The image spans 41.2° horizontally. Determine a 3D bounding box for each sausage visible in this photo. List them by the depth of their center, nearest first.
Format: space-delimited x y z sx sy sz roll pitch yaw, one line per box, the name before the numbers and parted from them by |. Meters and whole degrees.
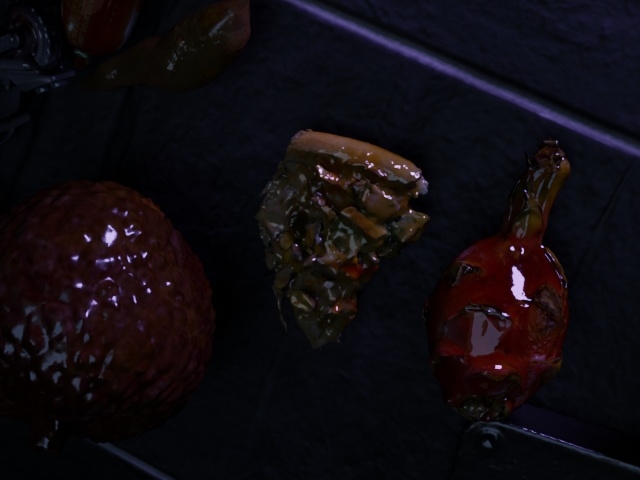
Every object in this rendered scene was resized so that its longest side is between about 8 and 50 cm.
sausage | -0.174 -0.266 0.750 0.083 0.083 0.264 31 118 6

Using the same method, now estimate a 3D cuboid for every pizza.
pizza | 0.000 0.000 0.796 0.147 0.069 0.226 35 118 2

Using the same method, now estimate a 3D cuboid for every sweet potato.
sweet potato | -0.136 -0.164 0.787 0.226 0.068 0.068 -16 104 34

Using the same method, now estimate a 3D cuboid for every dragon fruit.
dragon fruit | 0.162 0.032 0.725 0.125 0.125 0.246 9 101 -18

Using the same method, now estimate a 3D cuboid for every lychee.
lychee | -0.224 0.073 0.815 0.260 0.260 0.260 7 112 18

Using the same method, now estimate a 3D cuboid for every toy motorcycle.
toy motorcycle | -0.314 -0.156 0.829 0.215 0.080 0.122 -6 108 41

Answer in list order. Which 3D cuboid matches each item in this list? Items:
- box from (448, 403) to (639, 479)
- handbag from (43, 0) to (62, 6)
box | 0.213 0.334 0.854 0.211 0.058 0.350 15 115 13
handbag | -0.355 -0.347 0.738 0.342 0.152 0.288 5 126 3
